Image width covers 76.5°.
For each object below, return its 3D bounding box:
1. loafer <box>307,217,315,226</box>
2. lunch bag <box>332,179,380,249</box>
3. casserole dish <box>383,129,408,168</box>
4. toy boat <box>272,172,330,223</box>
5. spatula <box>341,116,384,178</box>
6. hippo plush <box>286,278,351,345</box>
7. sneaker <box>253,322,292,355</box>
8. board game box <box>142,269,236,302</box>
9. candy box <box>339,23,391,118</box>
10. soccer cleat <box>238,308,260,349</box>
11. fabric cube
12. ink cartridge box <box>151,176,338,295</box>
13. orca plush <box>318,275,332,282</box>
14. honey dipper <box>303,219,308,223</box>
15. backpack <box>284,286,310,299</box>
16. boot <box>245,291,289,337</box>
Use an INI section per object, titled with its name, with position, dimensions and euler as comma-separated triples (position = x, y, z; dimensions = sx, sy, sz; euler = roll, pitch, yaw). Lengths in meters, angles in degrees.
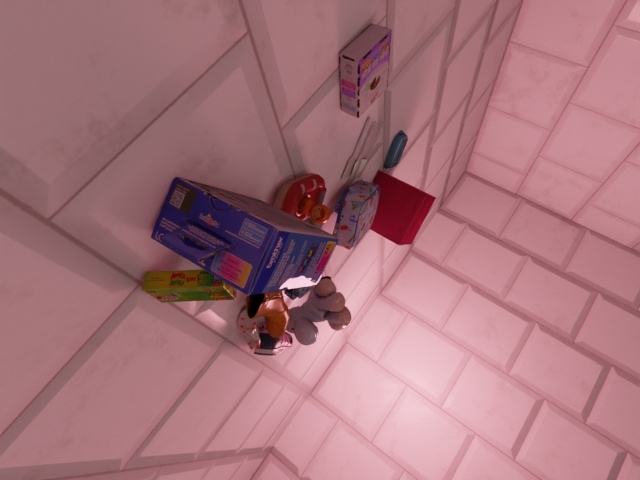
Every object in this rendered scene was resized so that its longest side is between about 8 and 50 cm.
[loafer]
position = -0.035, -0.034, 1.470
dimensions = 0.039, 0.045, 0.125
euler = -43, 146, -65
[lunch bag]
position = 0.141, -0.100, 1.624
dimensions = 0.303, 0.115, 0.243
euler = -41, 148, -58
[casserole dish]
position = 0.345, -0.403, 1.837
dimensions = 0.114, 0.037, 0.188
euler = -32, 148, -49
[toy boat]
position = -0.039, -0.101, 1.224
dimensions = 0.231, 0.151, 0.151
euler = -33, 147, -49
[spatula]
position = 0.163, -0.346, 1.536
dimensions = 0.168, 0.019, 0.242
euler = -12, 130, -55
[hippo plush]
position = -0.042, 0.285, 1.654
dimensions = 0.237, 0.294, 0.234
euler = -30, 146, -23
[sneaker]
position = -0.181, 0.384, 1.667
dimensions = 0.319, 0.112, 0.131
euler = 30, 63, -80
[board game box]
position = -0.290, 0.103, 0.915
dimensions = 0.092, 0.181, 0.043
euler = 76, 13, -63
[candy box]
position = 0.129, -0.487, 1.178
dimensions = 0.165, 0.070, 0.196
euler = -50, 157, -22
[soccer cleat]
position = -0.254, 0.306, 1.451
dimensions = 0.068, 0.076, 0.196
euler = -11, 127, -8
[fabric cube]
position = 0.354, -0.150, 1.909
dimensions = 0.259, 0.254, 0.258
euler = -3, 120, -65
[ink cartridge box]
position = -0.165, -0.008, 0.900
dimensions = 0.151, 0.270, 0.395
euler = -66, 159, 5
[orca plush]
position = -0.003, 0.267, 1.974
dimensions = 0.287, 0.102, 0.151
euler = 99, -16, -66
[honey dipper]
position = -0.072, -0.009, 1.455
dimensions = 0.030, 0.030, 0.160
euler = -37, 153, -44
[backpack]
position = -0.091, 0.179, 1.598
dimensions = 0.105, 0.084, 0.114
euler = -36, 153, -40
[boot]
position = -0.188, 0.236, 1.390
dimensions = 0.211, 0.104, 0.295
euler = -29, 129, -65
